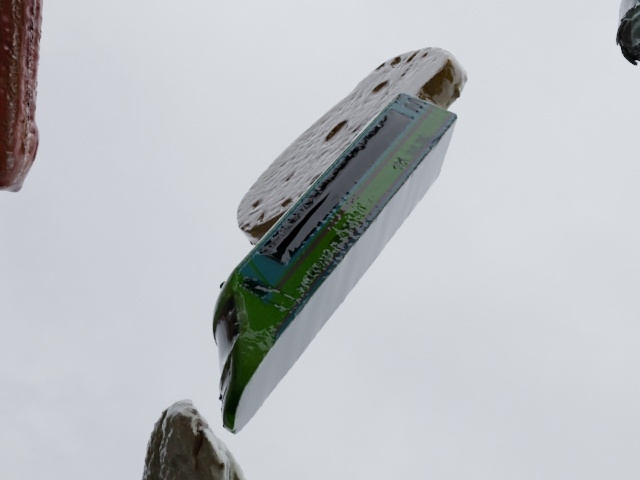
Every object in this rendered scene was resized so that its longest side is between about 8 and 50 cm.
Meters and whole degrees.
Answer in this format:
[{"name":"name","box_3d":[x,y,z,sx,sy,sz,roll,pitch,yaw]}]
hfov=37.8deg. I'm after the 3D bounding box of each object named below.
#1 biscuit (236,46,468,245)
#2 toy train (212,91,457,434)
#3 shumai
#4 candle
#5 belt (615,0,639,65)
[{"name":"biscuit","box_3d":[0.048,-0.110,1.137,0.057,0.344,0.287,49,-11,-21]},{"name":"toy train","box_3d":[0.000,0.000,0.425,0.042,0.209,0.044,27,-45,15]},{"name":"shumai","box_3d":[-0.087,0.241,0.823,0.201,0.120,0.201,-175,-90,-68]},{"name":"candle","box_3d":[-0.254,-0.196,0.786,0.048,0.051,0.329,-25,-117,56]},{"name":"belt","box_3d":[0.380,-0.247,1.016,0.105,0.058,0.140,16,-25,-6]}]
